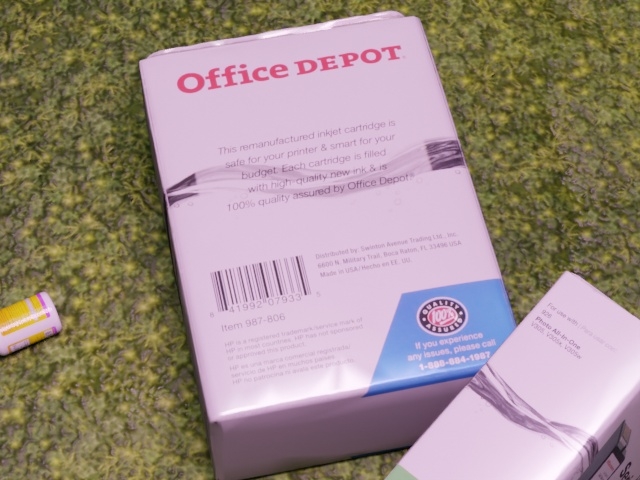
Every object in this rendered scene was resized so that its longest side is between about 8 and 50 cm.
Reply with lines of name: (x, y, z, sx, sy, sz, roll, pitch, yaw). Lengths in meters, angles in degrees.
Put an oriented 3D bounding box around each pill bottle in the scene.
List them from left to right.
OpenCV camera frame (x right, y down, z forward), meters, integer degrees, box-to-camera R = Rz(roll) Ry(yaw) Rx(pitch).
pill bottle: (-0.296, 0.084, 1.539, 0.083, 0.043, 0.043, -23, 63, -15)

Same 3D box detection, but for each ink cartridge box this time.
ink cartridge box: (0.000, 0.000, 1.524, 0.286, 0.166, 0.394, -10, 62, -8)
ink cartridge box: (0.175, 0.199, 1.353, 0.121, 0.211, 0.289, 36, 77, 28)
